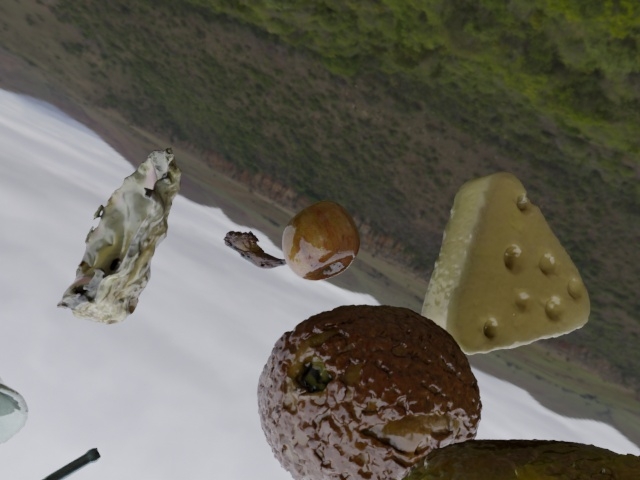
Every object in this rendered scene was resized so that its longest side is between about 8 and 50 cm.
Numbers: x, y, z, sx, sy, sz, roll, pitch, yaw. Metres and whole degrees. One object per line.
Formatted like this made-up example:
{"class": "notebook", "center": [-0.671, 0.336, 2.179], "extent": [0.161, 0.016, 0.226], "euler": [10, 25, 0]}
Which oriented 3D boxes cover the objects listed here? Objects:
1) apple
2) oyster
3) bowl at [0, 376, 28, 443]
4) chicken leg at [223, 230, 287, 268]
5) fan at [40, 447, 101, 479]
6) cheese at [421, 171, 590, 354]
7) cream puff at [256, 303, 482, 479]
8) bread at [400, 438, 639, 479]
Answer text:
{"class": "apple", "center": [0.000, 0.000, 0.567], "extent": [0.071, 0.084, 0.084], "euler": [61, -164, 25]}
{"class": "oyster", "center": [-0.186, 0.006, 0.531], "extent": [0.072, 0.209, 0.133], "euler": [29, -179, -35]}
{"class": "bowl", "center": [-0.555, 0.145, 0.556], "extent": [0.435, 0.435, 0.195], "euler": [26, -144, -57]}
{"class": "chicken leg", "center": [-0.116, 0.023, 1.025], "extent": [0.145, 0.062, 0.037], "euler": [32, -150, 0]}
{"class": "fan", "center": [-0.310, 0.268, 0.545], "extent": [0.193, 0.038, 0.016], "euler": [-25, -94, -47]}
{"class": "cheese", "center": [0.407, 0.084, 1.132], "extent": [0.384, 0.383, 0.104], "euler": [26, 165, -19]}
{"class": "cream puff", "center": [0.072, 0.229, 0.710], "extent": [0.303, 0.303, 0.212], "euler": [26, -151, -33]}
{"class": "bread", "center": [0.142, 0.233, 0.371], "extent": [0.247, 0.176, 0.195], "euler": [-9, -178, 16]}
